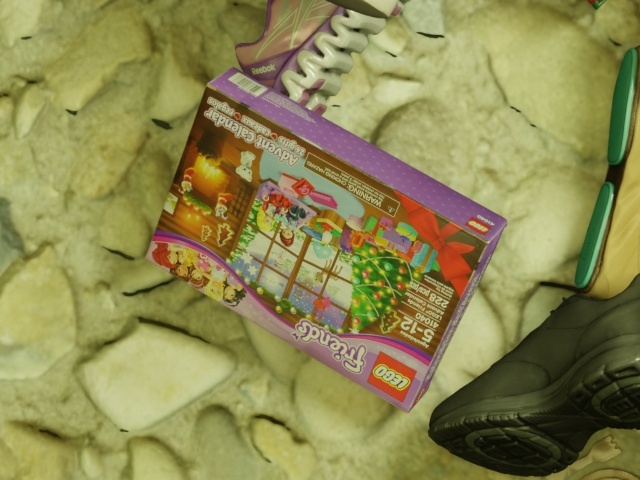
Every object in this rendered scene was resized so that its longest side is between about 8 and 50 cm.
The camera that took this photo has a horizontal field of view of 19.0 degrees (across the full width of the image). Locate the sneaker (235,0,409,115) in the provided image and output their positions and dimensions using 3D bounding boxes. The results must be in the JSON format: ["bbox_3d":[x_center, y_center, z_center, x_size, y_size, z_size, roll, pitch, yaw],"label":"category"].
[{"bbox_3d":[0.007,-0.219,1.760,0.104,0.095,0.236,42,100,18],"label":"sneaker"}]

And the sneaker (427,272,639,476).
[{"bbox_3d":[0.213,0.119,1.680,0.286,0.109,0.130,-26,40,39],"label":"sneaker"}]

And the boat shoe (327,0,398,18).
[{"bbox_3d":[-0.026,-0.320,1.694,0.340,0.127,0.158,32,95,41],"label":"boat shoe"}]

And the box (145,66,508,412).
[{"bbox_3d":[0.000,0.000,1.734,0.293,0.057,0.201,30,122,12],"label":"box"}]

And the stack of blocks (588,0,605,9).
[{"bbox_3d":[0.199,-0.373,1.712,0.297,0.087,0.171,46,99,10],"label":"stack of blocks"}]

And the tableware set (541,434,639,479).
[{"bbox_3d":[0.304,0.222,1.705,0.194,0.039,0.128,-33,82,12],"label":"tableware set"}]

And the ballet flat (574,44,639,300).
[{"bbox_3d":[0.284,-0.056,1.703,0.073,0.080,0.232,11,98,-6],"label":"ballet flat"}]
